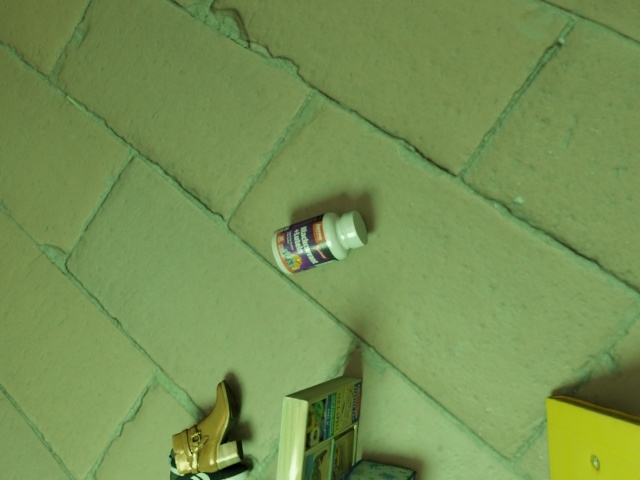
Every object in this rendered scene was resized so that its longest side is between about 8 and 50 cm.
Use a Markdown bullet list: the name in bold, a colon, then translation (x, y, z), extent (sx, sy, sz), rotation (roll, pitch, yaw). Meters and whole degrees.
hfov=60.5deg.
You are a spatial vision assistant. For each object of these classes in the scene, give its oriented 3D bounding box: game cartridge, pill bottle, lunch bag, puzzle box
- **game cartridge**: translation (0.466, 0.435, 0.880), extent (0.053, 0.285, 0.323), rotation (-1, 84, -8)
- **pill bottle**: translation (0.000, 0.000, 1.204), extent (0.194, 0.108, 0.108), rotation (-18, 78, 21)
- **lunch bag**: translation (0.111, 0.507, 1.085), extent (0.129, 0.151, 0.096), rotation (1, 85, 23)
- **puzzle box**: translation (-0.003, 0.488, 1.073), extent (0.052, 0.272, 0.408), rotation (3, 87, 25)

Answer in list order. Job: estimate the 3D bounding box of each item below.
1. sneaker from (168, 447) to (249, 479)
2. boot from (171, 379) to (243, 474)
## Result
- **sneaker**: translation (-0.273, 0.515, 1.290), extent (0.217, 0.079, 0.121), rotation (-16, 79, 22)
- **boot**: translation (-0.267, 0.430, 1.263), extent (0.153, 0.073, 0.197), rotation (-15, 59, 5)
